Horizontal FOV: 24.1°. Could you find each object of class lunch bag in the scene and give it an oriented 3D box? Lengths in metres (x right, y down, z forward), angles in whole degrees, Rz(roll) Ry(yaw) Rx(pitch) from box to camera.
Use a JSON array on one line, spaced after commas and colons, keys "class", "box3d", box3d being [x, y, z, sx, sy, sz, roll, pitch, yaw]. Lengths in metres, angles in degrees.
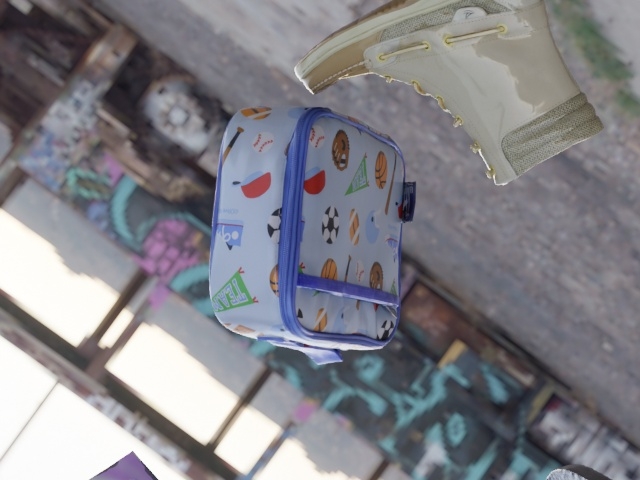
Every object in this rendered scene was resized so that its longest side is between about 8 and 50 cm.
[{"class": "lunch bag", "box3d": [0.000, 0.000, 1.496, 0.115, 0.243, 0.303, 0, 173, 24]}]

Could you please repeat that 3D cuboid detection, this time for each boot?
[{"class": "boot", "box3d": [0.117, -0.138, 1.409, 0.203, 0.262, 0.095, 62, -149, -9]}]

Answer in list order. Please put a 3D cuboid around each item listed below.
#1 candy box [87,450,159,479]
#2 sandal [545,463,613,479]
[{"class": "candy box", "box3d": [-0.185, 0.336, 1.543, 0.165, 0.070, 0.196, 46, 142, 16]}, {"class": "sandal", "box3d": [0.300, 0.350, 1.640, 0.446, 0.107, 0.167, -179, 77, -79]}]
